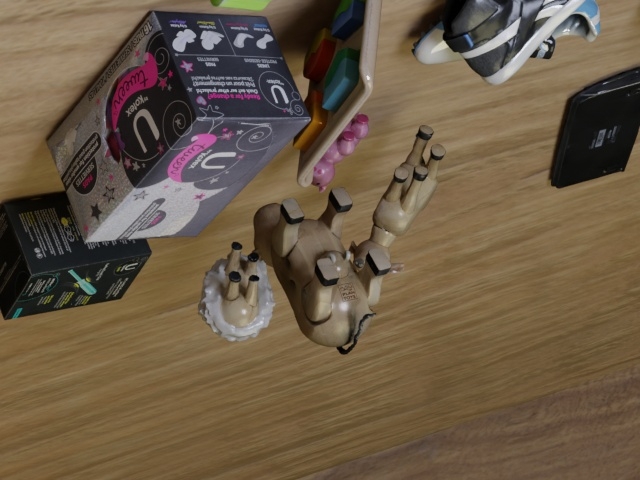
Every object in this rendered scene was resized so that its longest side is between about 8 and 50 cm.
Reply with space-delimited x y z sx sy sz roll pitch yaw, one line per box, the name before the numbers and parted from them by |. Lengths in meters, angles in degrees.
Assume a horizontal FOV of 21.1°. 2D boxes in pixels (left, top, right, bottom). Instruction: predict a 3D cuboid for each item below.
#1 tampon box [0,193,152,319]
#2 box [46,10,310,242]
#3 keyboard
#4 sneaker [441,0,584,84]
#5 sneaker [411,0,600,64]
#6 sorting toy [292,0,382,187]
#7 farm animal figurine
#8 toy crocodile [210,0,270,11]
tampon box | -0.306 0.014 2.054 0.161 0.101 0.120 -10 156 -34
box | -0.157 -0.117 1.848 0.163 0.142 0.247 -4 151 -42
keyboard | 0.444 -0.172 2.515 0.202 0.033 0.317 -15 159 -5
sneaker | 0.226 -0.291 1.936 0.121 0.079 0.217 38 92 -26
sneaker | 0.223 -0.247 2.026 0.237 0.086 0.085 -17 160 -14
sorting toy | 0.016 -0.186 1.838 0.038 0.193 0.208 16 144 -13
farm animal figurine | 0.000 0.000 2.068 0.330 0.326 0.172 2 139 -15
toy crocodile | 0.019 -0.317 1.610 0.340 0.105 0.115 -38 155 33
